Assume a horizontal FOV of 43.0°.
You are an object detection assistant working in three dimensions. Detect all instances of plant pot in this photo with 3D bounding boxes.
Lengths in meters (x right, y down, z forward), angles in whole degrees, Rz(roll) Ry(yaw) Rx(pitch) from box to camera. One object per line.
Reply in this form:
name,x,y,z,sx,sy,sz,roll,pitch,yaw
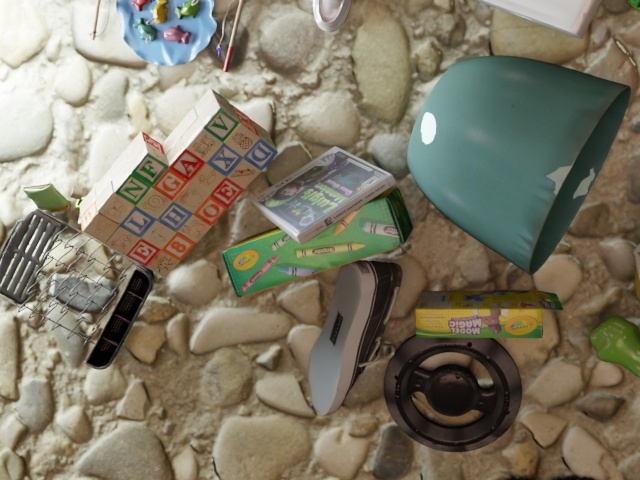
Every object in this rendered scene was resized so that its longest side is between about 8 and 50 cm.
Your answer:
plant pot,0.270,-0.132,1.182,0.235,0.293,0.293,29,104,22

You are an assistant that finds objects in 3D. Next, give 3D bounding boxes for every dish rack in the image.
dish rack,-0.446,0.078,1.441,0.271,0.074,0.208,30,102,-4

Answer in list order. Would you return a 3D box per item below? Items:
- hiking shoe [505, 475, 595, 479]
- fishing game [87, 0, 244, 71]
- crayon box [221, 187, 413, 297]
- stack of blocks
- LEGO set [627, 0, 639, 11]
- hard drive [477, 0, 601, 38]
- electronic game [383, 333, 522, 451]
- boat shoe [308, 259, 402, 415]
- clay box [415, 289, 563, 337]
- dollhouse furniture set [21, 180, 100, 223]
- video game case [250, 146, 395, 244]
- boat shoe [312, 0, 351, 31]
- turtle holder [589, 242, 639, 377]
hiking shoe,0.398,0.461,1.353,0.226,0.086,0.114,0,112,17
fishing game,-0.260,-0.387,1.360,0.264,0.041,0.189,19,104,7
crayon box,0.000,0.000,1.305,0.278,0.165,0.081,-18,95,13
stack of blocks,-0.235,-0.101,1.333,0.171,0.087,0.297,35,106,-34
LEGO set,0.487,-0.378,1.187,0.227,0.093,0.087,38,104,3
hard drive,0.361,-0.475,1.187,0.203,0.040,0.308,32,104,30
electronic game,0.220,0.250,1.361,0.229,0.048,0.229,3,105,9
boat shoe,0.060,0.163,1.349,0.105,0.113,0.306,0,118,-27
clay box,0.266,0.116,1.291,0.222,0.127,0.053,0,99,12
dollhouse furniture set,-0.445,-0.061,1.419,0.151,0.076,0.059,-5,62,13
video game case,-0.001,-0.076,1.260,0.173,0.190,0.022,-33,121,-12
boat shoe,0.026,-0.425,1.285,0.066,0.063,0.184,19,102,8
turtle holder,0.571,0.070,1.194,0.227,0.243,0.320,48,145,16
